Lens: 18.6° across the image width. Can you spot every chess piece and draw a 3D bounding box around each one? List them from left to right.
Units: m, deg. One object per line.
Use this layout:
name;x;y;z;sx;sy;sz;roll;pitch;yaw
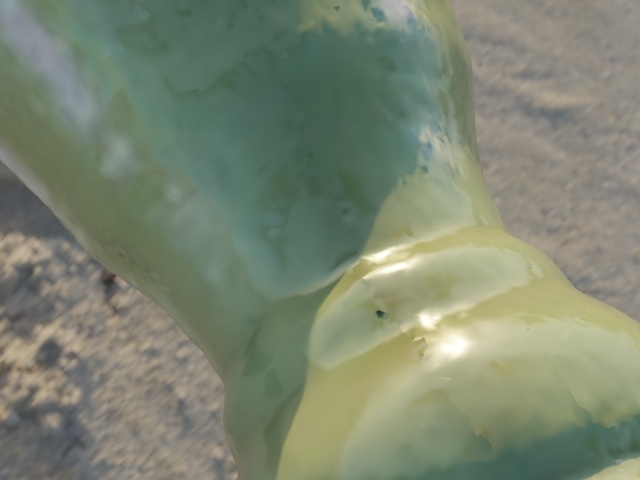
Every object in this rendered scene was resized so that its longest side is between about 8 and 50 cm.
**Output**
chess piece;0.000;0.000;0.699;0.234;0.234;0.442;-14;65;-33
